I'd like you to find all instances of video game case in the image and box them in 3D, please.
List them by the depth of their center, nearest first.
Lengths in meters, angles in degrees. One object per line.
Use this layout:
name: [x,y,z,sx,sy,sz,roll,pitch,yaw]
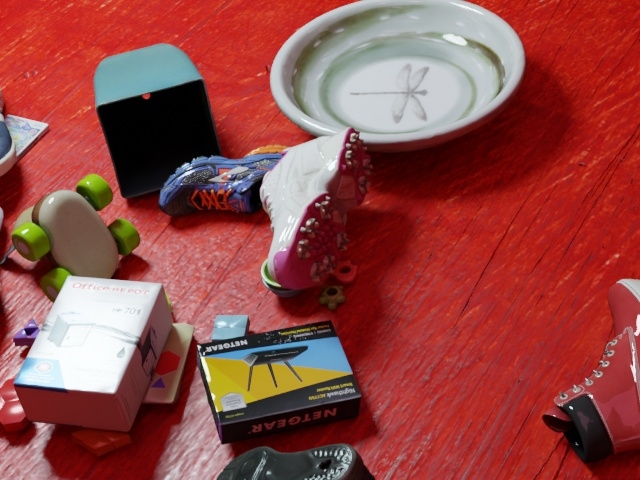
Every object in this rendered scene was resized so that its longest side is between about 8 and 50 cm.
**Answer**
video game case: [-0.519,-0.162,1.992,0.087,0.011,0.122,14,47,24]

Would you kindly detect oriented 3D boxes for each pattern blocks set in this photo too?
pattern blocks set: [-0.263,0.164,1.583,0.325,0.026,0.285,6,45,16]

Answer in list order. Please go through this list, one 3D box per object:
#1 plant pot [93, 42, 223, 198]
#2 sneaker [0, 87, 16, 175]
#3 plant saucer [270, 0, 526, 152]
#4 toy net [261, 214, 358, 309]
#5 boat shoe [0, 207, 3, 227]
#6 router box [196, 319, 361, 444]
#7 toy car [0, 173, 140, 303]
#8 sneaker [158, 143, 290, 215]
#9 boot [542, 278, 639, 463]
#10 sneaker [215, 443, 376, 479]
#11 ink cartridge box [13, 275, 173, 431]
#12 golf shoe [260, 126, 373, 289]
plant pot: [-0.265,-0.211,1.897,0.166,0.165,0.234,-15,35,-7]
sneaker: [-0.577,-0.215,1.931,0.131,0.148,0.350,-19,37,-9]
plant saucer: [0.123,-0.245,1.906,0.401,0.100,0.400,-5,42,4]
toy net: [0.000,0.000,1.702,0.122,0.045,0.232,4,44,15]
boat shoe: [-0.520,0.017,1.708,0.113,0.105,0.306,-24,39,17]
router box: [-0.053,0.174,1.500,0.179,0.046,0.133,-10,46,-14]
toy car: [-0.387,0.003,1.737,0.188,0.149,0.155,-7,29,48]
sneaker: [-0.133,-0.078,1.788,0.221,0.083,0.087,-16,51,-3]
boot: [0.342,0.153,1.452,0.176,0.088,0.244,-10,46,1]
sneaker: [-0.018,0.297,1.366,0.228,0.130,0.087,-13,35,39]
ink cartridge box: [-0.285,0.141,1.532,0.140,0.082,0.190,4,45,13]
golf shoe: [-0.028,-0.039,1.654,0.140,0.115,0.306,-3,36,24]
